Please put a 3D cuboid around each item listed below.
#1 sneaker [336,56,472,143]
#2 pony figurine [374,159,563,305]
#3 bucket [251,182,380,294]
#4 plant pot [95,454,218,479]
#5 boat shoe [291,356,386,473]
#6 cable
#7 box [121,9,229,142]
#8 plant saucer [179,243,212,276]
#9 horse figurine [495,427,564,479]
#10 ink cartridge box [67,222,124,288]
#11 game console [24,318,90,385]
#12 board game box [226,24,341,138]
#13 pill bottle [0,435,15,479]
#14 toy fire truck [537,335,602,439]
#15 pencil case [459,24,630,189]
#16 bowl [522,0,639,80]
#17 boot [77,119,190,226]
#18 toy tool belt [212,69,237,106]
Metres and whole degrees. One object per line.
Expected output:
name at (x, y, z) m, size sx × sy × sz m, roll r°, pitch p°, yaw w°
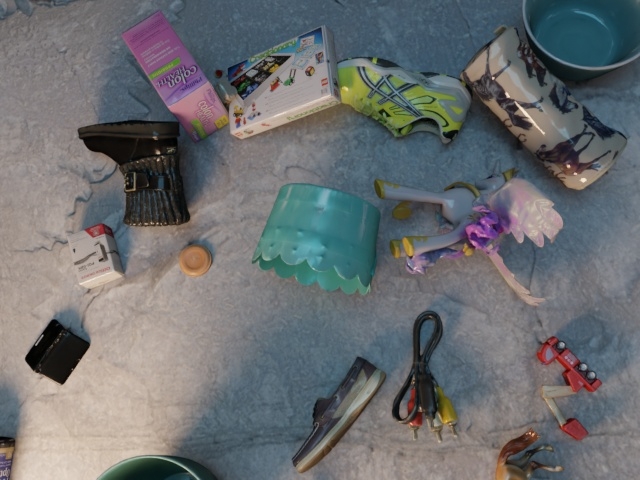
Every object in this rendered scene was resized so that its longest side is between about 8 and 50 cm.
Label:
sneaker at (0.172, -0.343, 1.503) m, size 0.385 × 0.145 × 0.147 m, roll 12°, pitch 77°, yaw 11°
pony figurine at (0.337, -0.037, 1.346) m, size 0.364 × 0.302 × 0.351 m, roll -11°, pitch 49°, yaw -11°
bucket at (0.000, 0.000, 1.375) m, size 0.281 × 0.281 × 0.183 m, roll 13°, pitch 78°, yaw 10°
plant pot at (-0.320, 0.587, 1.275) m, size 0.293 × 0.235 × 0.293 m, roll -1°, pitch 76°, yaw 6°
boat shoe at (0.028, 0.383, 1.361) m, size 0.092 × 0.103 × 0.285 m, roll 38°, pitch 79°, yaw 19°
cable at (0.230, 0.308, 1.392) m, size 0.140 × 0.072 × 0.287 m, roll -11°, pitch 62°, yaw 21°
box at (-0.357, -0.405, 1.542) m, size 0.117 × 0.213 × 0.243 m, roll -34°, pitch 75°, yaw -3°
plant saucer at (-0.312, 0.049, 1.525) m, size 0.084 × 0.013 × 0.083 m, roll -1°, pitch 76°, yaw 6°
horse figurine at (0.438, 0.535, 1.291) m, size 0.175 × 0.066 × 0.263 m, roll -13°, pitch 77°, yaw -3°
ink cartridge box at (-0.563, 0.039, 1.534) m, size 0.099 × 0.056 × 0.135 m, roll -21°, pitch 74°, yaw 0°
game console at (-0.648, 0.274, 1.508) m, size 0.107 × 0.071 × 0.122 m, roll 24°, pitch 77°, yaw 42°
board game box at (-0.099, -0.391, 1.532) m, size 0.305 × 0.053 × 0.193 m, roll -14°, pitch 73°, yaw 28°
pill bottle at (-0.777, 0.562, 1.392) m, size 0.123 × 0.123 × 0.219 m, roll 1°, pitch 76°, yaw 7°
toy fire truck at (0.534, 0.321, 1.342) m, size 0.135 × 0.047 × 0.192 m, roll -42°, pitch 75°, yaw -4°
pencil case at (0.508, -0.312, 1.412) m, size 0.410 × 0.160 × 0.183 m, roll 47°, pitch 61°, yaw 4°
bowl at (0.634, -0.513, 1.482) m, size 0.312 × 0.163 × 0.311 m, roll -2°, pitch 75°, yaw 7°
boot at (-0.476, -0.167, 1.541) m, size 0.348 × 0.131 × 0.260 m, roll 9°, pitch 108°, yaw 38°
toy tool belt at (-0.251, -0.386, 1.559) m, size 0.052 × 0.051 × 0.083 m, roll -29°, pitch 86°, yaw -37°
